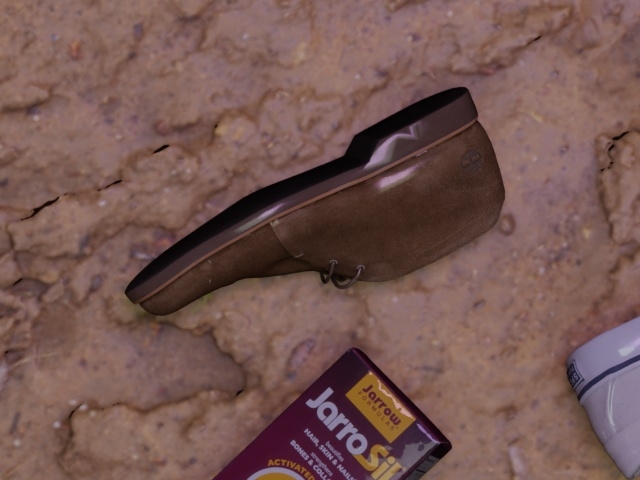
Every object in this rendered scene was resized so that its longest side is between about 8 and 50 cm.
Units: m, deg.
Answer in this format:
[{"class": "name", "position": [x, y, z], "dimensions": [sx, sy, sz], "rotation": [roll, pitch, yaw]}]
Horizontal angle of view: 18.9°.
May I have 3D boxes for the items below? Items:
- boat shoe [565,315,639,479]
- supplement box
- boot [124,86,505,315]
[{"class": "boat shoe", "position": [0.380, 0.089, 1.440], "dimensions": [0.367, 0.136, 0.156], "rotation": [-22, 71, 3]}, {"class": "supplement box", "position": [-0.003, 0.184, 1.478], "dimensions": [0.188, 0.081, 0.104], "rotation": [-44, 77, 2]}, {"class": "boot", "position": [0.000, 0.000, 1.473], "dimensions": [0.305, 0.112, 0.115], "rotation": [-26, 103, -1]}]
